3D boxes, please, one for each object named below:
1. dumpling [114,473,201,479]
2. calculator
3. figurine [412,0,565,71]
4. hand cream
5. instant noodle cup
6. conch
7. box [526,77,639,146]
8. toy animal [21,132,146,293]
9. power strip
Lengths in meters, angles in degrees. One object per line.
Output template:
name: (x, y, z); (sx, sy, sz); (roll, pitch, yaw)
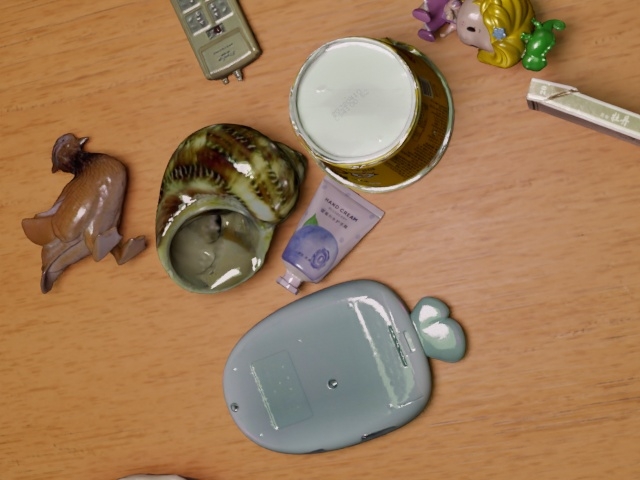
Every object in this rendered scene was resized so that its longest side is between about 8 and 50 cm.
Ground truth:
dumpling: (-0.176, 0.398, 1.224); (0.318, 0.187, 0.242); (17, 136, 20)
calculator: (0.023, 0.148, 1.202); (0.299, 0.041, 0.185); (-21, 87, 15)
figurine: (0.196, -0.252, 1.123); (0.156, 0.095, 0.115); (26, 77, 29)
hand cream: (0.000, 0.000, 1.202); (0.084, 0.053, 0.142); (36, 90, 10)
instant noodle cup: (0.049, -0.145, 1.129); (0.182, 0.144, 0.182); (0, 90, 13)
conch: (-0.102, -0.046, 1.188); (0.182, 0.124, 0.187); (-11, 113, 5)
box: (0.316, -0.125, 1.086); (0.198, 0.109, 0.029); (22, 97, 11)
toy animal: (-0.307, -0.031, 1.259); (0.188, 0.089, 0.179); (-48, 65, 11)
power strip: (-0.130, -0.267, 1.228); (0.076, 0.028, 0.168); (-26, 86, 12)
